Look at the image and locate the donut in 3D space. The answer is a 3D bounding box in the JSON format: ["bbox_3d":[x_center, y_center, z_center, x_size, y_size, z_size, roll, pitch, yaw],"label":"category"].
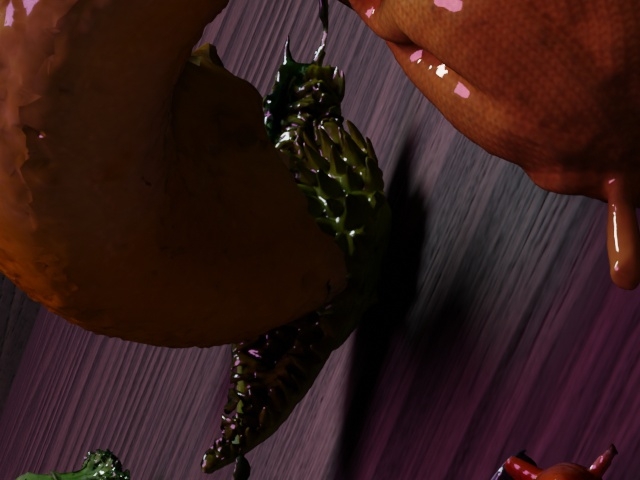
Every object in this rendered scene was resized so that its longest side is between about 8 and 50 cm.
[{"bbox_3d":[-0.056,-0.118,1.014,0.435,0.377,0.163,-51,57,18],"label":"donut"}]

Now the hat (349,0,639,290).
[{"bbox_3d":[0.105,-0.085,0.776,0.233,0.244,0.233,116,152,-60],"label":"hat"}]

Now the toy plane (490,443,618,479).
[{"bbox_3d":[0.092,0.149,0.775,0.077,0.126,0.194,-44,-36,-23],"label":"toy plane"}]

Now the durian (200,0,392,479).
[{"bbox_3d":[-0.007,-0.003,1.242,0.132,0.106,0.375,84,-164,-60],"label":"durian"}]

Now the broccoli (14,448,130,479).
[{"bbox_3d":[-0.245,0.296,1.743,0.195,0.156,0.195,-32,21,14],"label":"broccoli"}]
